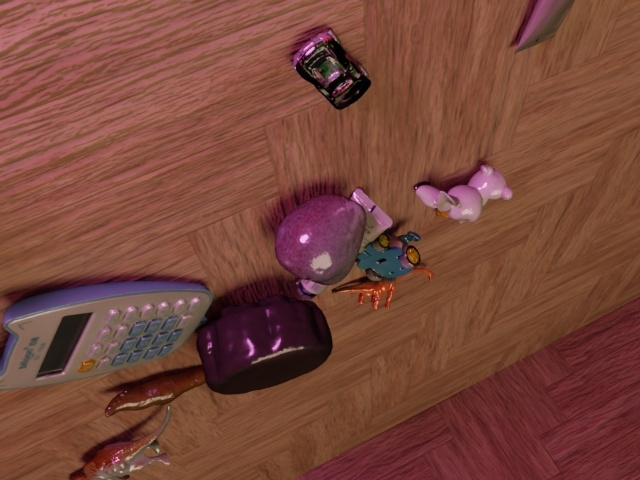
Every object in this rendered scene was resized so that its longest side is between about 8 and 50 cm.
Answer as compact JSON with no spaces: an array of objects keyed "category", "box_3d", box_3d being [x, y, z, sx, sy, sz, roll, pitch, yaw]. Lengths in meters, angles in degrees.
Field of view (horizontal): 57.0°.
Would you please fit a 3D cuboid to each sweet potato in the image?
[{"category":"sweet potato","box_3d":[-0.340,0.327,1.295,0.274,0.067,0.067,-12,145,-37]}]

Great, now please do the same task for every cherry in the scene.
[{"category":"cherry","box_3d":[-0.001,-0.002,1.028,0.176,0.140,0.176,-38,143,-37]}]

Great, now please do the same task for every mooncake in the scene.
[{"category":"mooncake","box_3d":[-0.115,0.214,1.221,0.283,0.141,0.283,-14,156,-6]}]

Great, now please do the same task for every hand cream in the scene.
[{"category":"hand cream","box_3d":[0.035,0.020,1.152,0.059,0.095,0.276,-34,166,-50]},{"category":"hand cream","box_3d":[0.356,-0.366,0.888,0.087,0.054,0.186,-26,156,-16]}]

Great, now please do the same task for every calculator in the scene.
[{"category":"calculator","box_3d":[-0.366,0.159,1.032,0.386,0.054,0.256,0,138,-43]}]

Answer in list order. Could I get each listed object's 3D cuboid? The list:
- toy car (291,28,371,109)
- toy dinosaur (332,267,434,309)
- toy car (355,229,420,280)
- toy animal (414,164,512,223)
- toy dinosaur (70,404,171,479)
[{"category":"toy car","box_3d":[0.020,-0.223,0.798,0.069,0.055,0.142,-36,148,17]},{"category":"toy dinosaur","box_3d":[0.156,0.115,1.412,0.279,0.055,0.101,-3,117,-35]},{"category":"toy car","box_3d":[0.120,0.008,1.219,0.161,0.098,0.126,32,142,-25]},{"category":"toy animal","box_3d":[0.281,-0.092,1.207,0.182,0.131,0.127,-29,118,-17]},{"category":"toy dinosaur","box_3d":[-0.463,0.528,1.461,0.205,0.092,0.393,11,139,-41]}]
